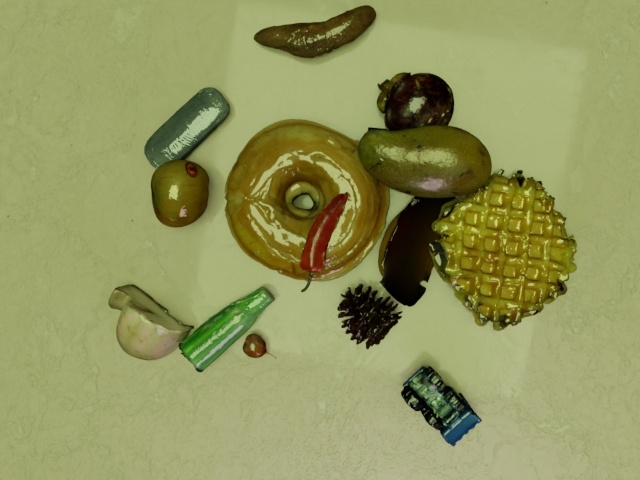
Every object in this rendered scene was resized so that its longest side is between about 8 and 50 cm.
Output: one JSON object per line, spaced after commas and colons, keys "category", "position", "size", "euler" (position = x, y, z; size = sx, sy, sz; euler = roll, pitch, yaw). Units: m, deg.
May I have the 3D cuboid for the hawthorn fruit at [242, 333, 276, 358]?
{"category": "hawthorn fruit", "position": [-0.169, 0.305, 1.907], "size": [0.103, 0.067, 0.066], "euler": [22, 96, -8]}

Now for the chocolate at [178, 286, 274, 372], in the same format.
{"category": "chocolate", "position": [-0.255, 0.237, 1.894], "size": [0.291, 0.110, 0.110], "euler": [-40, 89, 4]}

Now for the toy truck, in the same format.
{"category": "toy truck", "position": [0.321, 0.440, 1.830], "size": [0.113, 0.126, 0.208], "euler": [-44, 92, 6]}

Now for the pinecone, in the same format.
{"category": "pinecone", "position": [0.120, 0.195, 1.825], "size": [0.165, 0.163, 0.163], "euler": [43, 97, 18]}

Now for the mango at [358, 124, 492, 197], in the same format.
{"category": "mango", "position": [0.260, -0.192, 1.681], "size": [0.330, 0.175, 0.176], "euler": [-3, 89, -4]}

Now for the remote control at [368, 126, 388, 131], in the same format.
{"category": "remote control", "position": [0.157, -0.290, 1.824], "size": [0.016, 0.091, 0.034], "euler": [-6, 103, -27]}

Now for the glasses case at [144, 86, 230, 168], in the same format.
{"category": "glasses case", "position": [-0.374, -0.309, 1.885], "size": [0.282, 0.067, 0.109], "euler": [-43, 86, 8]}

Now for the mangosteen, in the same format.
{"category": "mangosteen", "position": [0.239, -0.358, 1.775], "size": [0.192, 0.192, 0.217], "euler": [-51, 57, 7]}

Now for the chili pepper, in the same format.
{"category": "chili pepper", "position": [0.000, 0.000, 1.671], "size": [0.063, 0.071, 0.272], "euler": [22, 91, 40]}

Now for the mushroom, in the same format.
{"category": "mushroom", "position": [-0.516, 0.255, 1.887], "size": [0.236, 0.162, 0.173], "euler": [35, 95, 5]}

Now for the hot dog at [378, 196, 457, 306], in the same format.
{"category": "hot dog", "position": [0.259, 0.006, 1.823], "size": [0.194, 0.107, 0.326], "euler": [39, 83, -12]}

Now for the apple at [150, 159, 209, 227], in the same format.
{"category": "apple", "position": [-0.380, -0.131, 1.845], "size": [0.155, 0.182, 0.182], "euler": [-9, 93, -23]}

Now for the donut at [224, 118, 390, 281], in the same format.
{"category": "donut", "position": [-0.038, -0.106, 1.798], "size": [0.449, 0.198, 0.448], "euler": [0, 92, 5]}

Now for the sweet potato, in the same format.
{"category": "sweet potato", "position": [-0.012, -0.549, 1.823], "size": [0.342, 0.092, 0.114], "euler": [-11, 68, 6]}

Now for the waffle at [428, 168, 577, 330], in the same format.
{"category": "waffle", "position": [0.481, 0.021, 1.771], "size": [0.380, 0.095, 0.382], "euler": [-33, 95, -7]}
